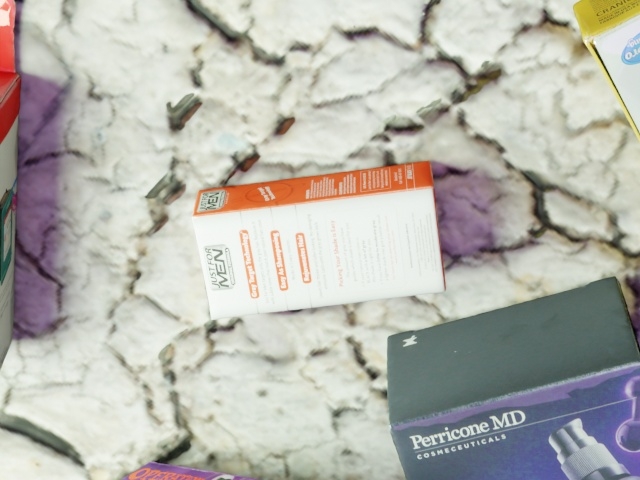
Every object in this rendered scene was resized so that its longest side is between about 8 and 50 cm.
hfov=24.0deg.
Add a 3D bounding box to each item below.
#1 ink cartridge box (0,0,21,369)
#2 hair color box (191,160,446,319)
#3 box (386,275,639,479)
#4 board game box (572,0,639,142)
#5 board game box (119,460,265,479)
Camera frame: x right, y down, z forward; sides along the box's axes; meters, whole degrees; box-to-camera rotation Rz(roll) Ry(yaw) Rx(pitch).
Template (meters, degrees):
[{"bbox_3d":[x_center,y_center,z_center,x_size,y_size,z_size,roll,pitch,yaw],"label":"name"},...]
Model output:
[{"bbox_3d":[-0.247,-0.028,0.865,0.134,0.078,0.231,6,115,-1],"label":"ink cartridge box"},{"bbox_3d":[0.000,0.000,0.890,0.141,0.043,0.072,-7,115,4],"label":"hair color box"},{"bbox_3d":[0.139,0.148,0.921,0.153,0.108,0.207,-17,114,10],"label":"box"},{"bbox_3d":[0.319,-0.046,0.847,0.242,0.064,0.316,-26,112,13],"label":"board game box"},{"bbox_3d":[-0.002,0.304,0.935,0.208,0.056,0.347,-5,112,48],"label":"board game box"}]
